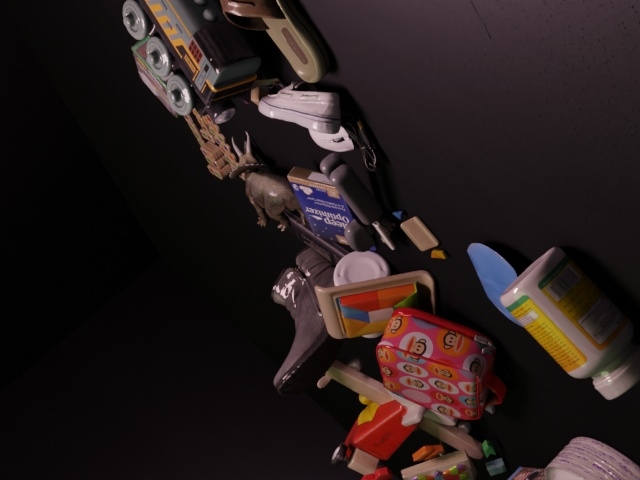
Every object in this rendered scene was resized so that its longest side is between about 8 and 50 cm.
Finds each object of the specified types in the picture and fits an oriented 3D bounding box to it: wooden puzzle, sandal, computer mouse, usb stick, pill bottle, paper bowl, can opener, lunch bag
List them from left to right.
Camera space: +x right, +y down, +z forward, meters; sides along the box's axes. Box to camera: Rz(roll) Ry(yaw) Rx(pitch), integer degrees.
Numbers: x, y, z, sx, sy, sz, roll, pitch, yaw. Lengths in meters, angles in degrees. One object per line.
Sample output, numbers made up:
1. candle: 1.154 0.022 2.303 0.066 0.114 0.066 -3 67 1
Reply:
1. sandal: -0.101 -0.368 1.437 0.303 0.086 0.120 51 164 -9
2. usb stick: 0.000 0.000 2.112 0.278 0.045 0.077 36 153 39
3. computer mouse: 0.029 -0.182 1.608 0.193 0.042 0.106 23 152 56
4. can opener: 0.069 -0.055 1.675 0.074 0.093 0.280 51 177 38
5. pill bottle: 0.102 0.126 1.990 0.124 0.124 0.221 40 163 27
6. wooden puzzle: 0.120 0.142 1.859 0.221 0.238 0.044 75 -170 -58
7. wooden puzzle: 0.183 -0.012 1.654 0.116 0.014 0.078 51 160 -10
8. lunch bag: 0.254 0.265 1.848 0.258 0.120 0.293 18 154 17
9. pill bottle: 0.367 0.120 1.286 0.208 0.117 0.117 46 164 6
10. paper bowl: 0.543 0.521 1.708 0.284 0.148 0.284 45 165 15

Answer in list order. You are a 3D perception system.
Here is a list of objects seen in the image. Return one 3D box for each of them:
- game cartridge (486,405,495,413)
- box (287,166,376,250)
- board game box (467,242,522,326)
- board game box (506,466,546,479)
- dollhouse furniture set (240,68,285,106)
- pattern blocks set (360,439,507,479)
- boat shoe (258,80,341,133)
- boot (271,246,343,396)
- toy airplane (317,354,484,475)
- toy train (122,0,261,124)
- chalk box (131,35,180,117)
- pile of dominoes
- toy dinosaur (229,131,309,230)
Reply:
1. game cartridge: 0.359 0.354 2.038 0.083 0.017 0.056 38 157 34
2. box: 0.027 -0.053 1.868 0.136 0.036 0.225 15 148 34
3. board game box: 0.306 0.065 1.477 0.169 0.033 0.133 62 165 -25
4. board game box: 0.469 0.636 2.014 0.141 0.232 0.291 48 164 3
5. dollhouse furniture set: -0.094 -0.300 1.724 0.081 0.091 0.114 -1 172 16
6. pattern blocks set: 0.291 0.583 2.238 0.285 0.324 0.026 48 -159 -44
7. boat shoe: -0.029 -0.242 1.584 0.226 0.083 0.076 25 108 49
8. boot: -0.044 0.191 2.177 0.222 0.338 0.118 34 172 33
9. toy airplane: 0.193 0.408 2.252 0.384 0.272 0.386 -5 125 23
10. toy train: -0.237 -0.377 1.638 0.334 0.142 0.190 59 143 12
11. chalk box: -0.289 -0.363 1.837 0.132 0.132 0.213 49 169 3
12. pile of dominoes: -0.296 -0.259 2.297 0.196 0.040 0.251 33 158 44
13. toy dinosaur: -0.102 -0.100 2.015 0.313 0.121 0.160 38 168 41
